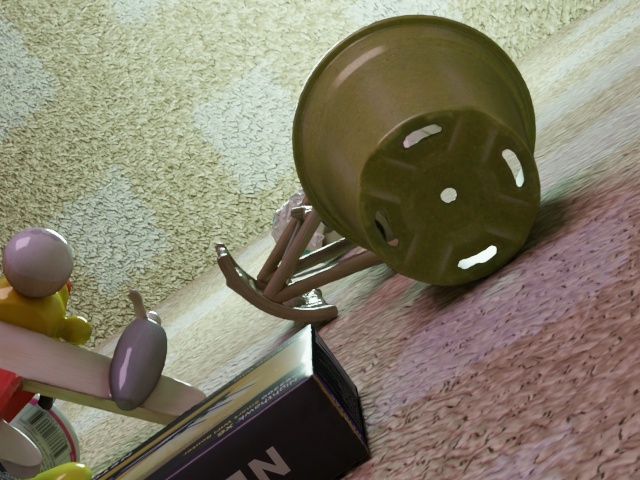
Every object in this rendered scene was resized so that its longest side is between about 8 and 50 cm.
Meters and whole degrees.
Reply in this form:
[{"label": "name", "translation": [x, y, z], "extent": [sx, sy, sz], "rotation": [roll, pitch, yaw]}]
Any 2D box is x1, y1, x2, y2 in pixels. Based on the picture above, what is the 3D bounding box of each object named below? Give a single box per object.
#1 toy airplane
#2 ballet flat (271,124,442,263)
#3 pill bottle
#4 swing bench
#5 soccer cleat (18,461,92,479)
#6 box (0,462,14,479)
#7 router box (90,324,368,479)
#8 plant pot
[{"label": "toy airplane", "translation": [-0.380, 0.116, 1.819], "extent": [0.386, 0.384, 0.272], "rotation": [6, -71, -46]}, {"label": "ballet flat", "translation": [0.103, -0.092, 2.425], "extent": [0.409, 0.147, 0.147], "rotation": [-41, 7, -19]}, {"label": "pill bottle", "translation": [-0.456, 0.327, 1.963], "extent": [0.160, 0.160, 0.283], "rotation": [-32, 6, 37]}, {"label": "swing bench", "translation": [0.000, 0.000, 1.963], "extent": [0.254, 0.165, 0.253], "rotation": [-41, 6, 0]}, {"label": "soccer cleat", "translation": [-0.399, 0.333, 1.755], "extent": [0.289, 0.121, 0.093], "rotation": [-35, 5, 10]}, {"label": "box", "translation": [-0.345, 0.307, 1.458], "extent": [0.093, 0.158, 0.156], "rotation": [-34, 7, 22]}, {"label": "router box", "translation": [-0.108, 0.207, 1.262], "extent": [0.309, 0.081, 0.243], "rotation": [-36, 6, 2]}, {"label": "plant pot", "translation": [0.113, -0.076, 1.551], "extent": [0.276, 0.276, 0.254], "rotation": [-35, 17, 7]}]
